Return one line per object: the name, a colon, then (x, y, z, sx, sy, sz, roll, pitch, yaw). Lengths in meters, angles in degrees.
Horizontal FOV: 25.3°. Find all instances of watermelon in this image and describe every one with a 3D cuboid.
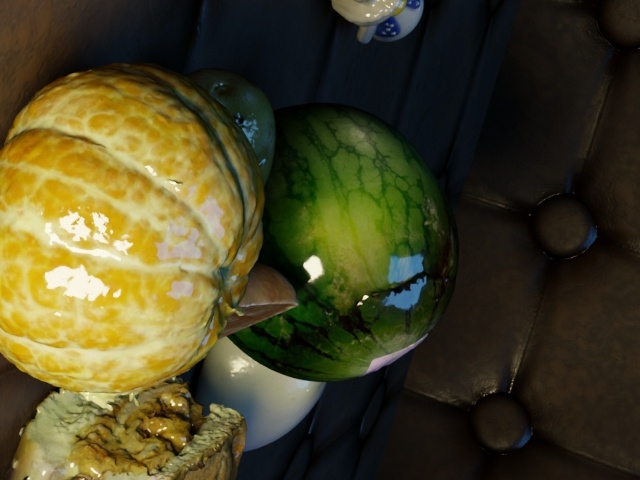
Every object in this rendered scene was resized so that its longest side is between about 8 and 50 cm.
watermelon: (0.000, 0.000, 1.811, 0.363, 0.363, 0.363, 19, 90, -74)

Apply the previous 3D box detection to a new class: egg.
egg: (-0.074, 0.200, 2.112, 0.206, 0.161, 0.271, 62, 49, -70)

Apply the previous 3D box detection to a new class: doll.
doll: (0.089, -0.355, 2.087, 0.138, 0.119, 0.293, -48, 165, 6)

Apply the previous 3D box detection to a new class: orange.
orange: (-0.187, -0.008, 1.360, 0.329, 0.249, 0.329, -61, 169, -20)

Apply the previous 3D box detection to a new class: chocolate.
chocolate: (-0.157, 0.073, 1.619, 0.157, 0.254, 0.080, -5, 76, -43)

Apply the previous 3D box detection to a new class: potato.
potato: (-0.138, -0.073, 1.613, 0.174, 0.159, 0.251, -9, 138, -33)

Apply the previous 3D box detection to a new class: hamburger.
hamburger: (-0.234, 0.310, 1.668, 0.318, 0.195, 0.277, -27, 137, -64)
